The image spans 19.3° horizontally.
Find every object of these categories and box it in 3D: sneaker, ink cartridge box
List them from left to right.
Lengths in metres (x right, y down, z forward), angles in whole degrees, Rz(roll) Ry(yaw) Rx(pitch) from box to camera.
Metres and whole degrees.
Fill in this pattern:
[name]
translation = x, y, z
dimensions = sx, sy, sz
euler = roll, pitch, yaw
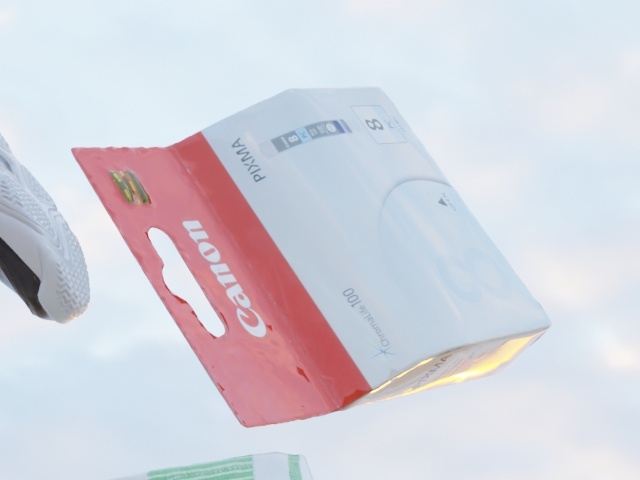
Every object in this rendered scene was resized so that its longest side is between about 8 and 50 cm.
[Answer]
[sneaker]
translation = -0.294, -0.018, 1.413
dimensions = 0.153, 0.268, 0.101
euler = -39, -11, 6
[ink cartridge box]
translation = 0.000, 0.000, 1.703
dimensions = 0.385, 0.308, 0.091
euler = -6, -34, -51

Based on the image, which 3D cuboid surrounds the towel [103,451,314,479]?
[towel]
translation = -0.155, 0.219, 1.268
dimensions = 0.325, 0.248, 0.038
euler = -5, -71, -6
